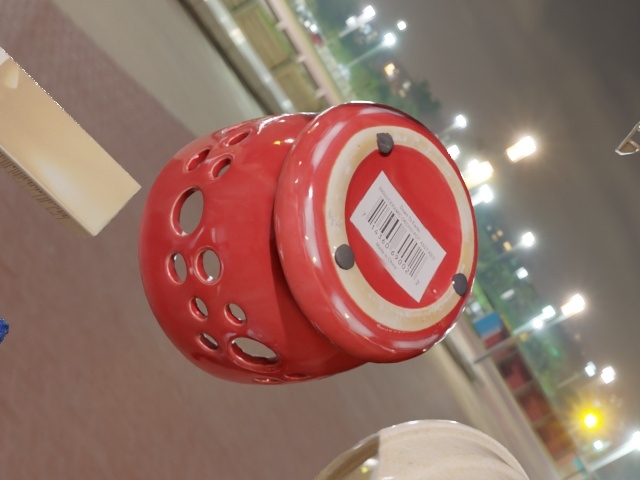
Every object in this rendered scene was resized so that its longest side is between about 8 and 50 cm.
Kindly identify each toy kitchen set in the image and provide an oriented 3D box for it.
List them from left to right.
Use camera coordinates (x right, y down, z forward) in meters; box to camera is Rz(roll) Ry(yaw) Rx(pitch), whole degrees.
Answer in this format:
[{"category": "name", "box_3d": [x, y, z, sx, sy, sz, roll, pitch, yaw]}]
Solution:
[{"category": "toy kitchen set", "box_3d": [0.370, -0.101, 1.147, 0.075, 0.068, 0.083, 40, 9, 6]}]

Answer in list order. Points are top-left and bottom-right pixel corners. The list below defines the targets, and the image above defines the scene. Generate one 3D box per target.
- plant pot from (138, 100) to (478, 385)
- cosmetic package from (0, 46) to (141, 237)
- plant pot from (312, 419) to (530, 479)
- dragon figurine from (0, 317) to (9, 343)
[{"category": "plant pot", "box_3d": [0.000, 0.000, 0.727, 0.191, 0.174, 0.191, 10, 74, -41]}, {"category": "cosmetic package", "box_3d": [-0.160, -0.055, 0.597, 0.115, 0.041, 0.060, 46, -17, -19]}, {"category": "plant pot", "box_3d": [0.156, 0.360, 0.919, 0.334, 0.334, 0.305, 57, -18, -24]}, {"category": "dragon figurine", "box_3d": [-0.279, 0.079, 0.514, 0.144, 0.289, 0.085, 66, 1, -78]}]
